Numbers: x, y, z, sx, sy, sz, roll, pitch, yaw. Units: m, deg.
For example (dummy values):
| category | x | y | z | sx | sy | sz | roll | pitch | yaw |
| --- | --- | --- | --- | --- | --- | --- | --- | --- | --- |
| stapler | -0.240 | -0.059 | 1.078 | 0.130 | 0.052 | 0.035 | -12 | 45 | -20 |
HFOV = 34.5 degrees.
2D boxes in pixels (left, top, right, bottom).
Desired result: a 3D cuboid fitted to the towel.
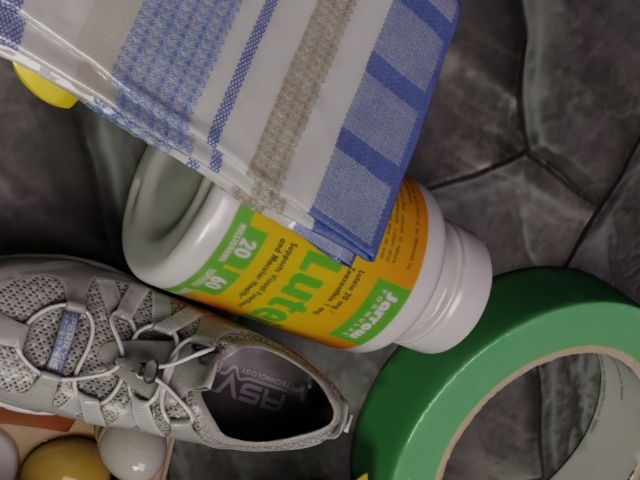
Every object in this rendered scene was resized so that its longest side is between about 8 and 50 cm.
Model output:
| category | x | y | z | sx | sy | sz | roll | pitch | yaw |
| --- | --- | --- | --- | --- | --- | --- | --- | --- | --- |
| towel | -0.044 | -0.131 | 0.588 | 0.285 | 0.034 | 0.209 | 31 | 70 | -33 |

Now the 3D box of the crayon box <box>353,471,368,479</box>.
| category | x | y | z | sx | sy | sz | roll | pitch | yaw |
| --- | --- | --- | --- | --- | --- | --- | --- | --- | --- |
| crayon box | -0.047 | 0.349 | 0.862 | 0.202 | 0.081 | 0.318 | -26 | 126 | -40 |

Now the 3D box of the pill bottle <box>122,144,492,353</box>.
| category | x | y | z | sx | sy | sz | roll | pitch | yaw |
| --- | --- | --- | --- | --- | --- | --- | --- | --- | --- |
| pill bottle | 0.000 | 0.000 | 0.721 | 0.246 | 0.136 | 0.136 | 22 | 102 | -33 |

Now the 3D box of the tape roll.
| category | x | y | z | sx | sy | sz | roll | pitch | yaw |
| --- | --- | --- | --- | --- | --- | --- | --- | --- | --- |
| tape roll | 0.187 | 0.183 | 0.942 | 0.321 | 0.077 | 0.321 | -11 | 118 | -22 |

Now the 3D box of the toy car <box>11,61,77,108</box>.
| category | x | y | z | sx | sy | sz | roll | pitch | yaw |
| --- | --- | --- | --- | --- | --- | --- | --- | --- | --- |
| toy car | -0.092 | -0.213 | 0.624 | 0.239 | 0.053 | 0.224 | -19 | 120 | -18 |

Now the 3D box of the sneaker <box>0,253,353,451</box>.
| category | x | y | z | sx | sy | sz | roll | pitch | yaw |
| --- | --- | --- | --- | --- | --- | --- | --- | --- | --- |
| sneaker | -0.105 | 0.071 | 0.652 | 0.281 | 0.115 | 0.105 | 15 | 81 | -27 |

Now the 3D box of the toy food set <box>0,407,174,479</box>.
| category | x | y | z | sx | sy | sz | roll | pitch | yaw |
| --- | --- | --- | --- | --- | --- | --- | --- | --- | --- |
| toy food set | -0.209 | 0.215 | 0.750 | 0.220 | 0.092 | 0.306 | 4 | 111 | -28 |
